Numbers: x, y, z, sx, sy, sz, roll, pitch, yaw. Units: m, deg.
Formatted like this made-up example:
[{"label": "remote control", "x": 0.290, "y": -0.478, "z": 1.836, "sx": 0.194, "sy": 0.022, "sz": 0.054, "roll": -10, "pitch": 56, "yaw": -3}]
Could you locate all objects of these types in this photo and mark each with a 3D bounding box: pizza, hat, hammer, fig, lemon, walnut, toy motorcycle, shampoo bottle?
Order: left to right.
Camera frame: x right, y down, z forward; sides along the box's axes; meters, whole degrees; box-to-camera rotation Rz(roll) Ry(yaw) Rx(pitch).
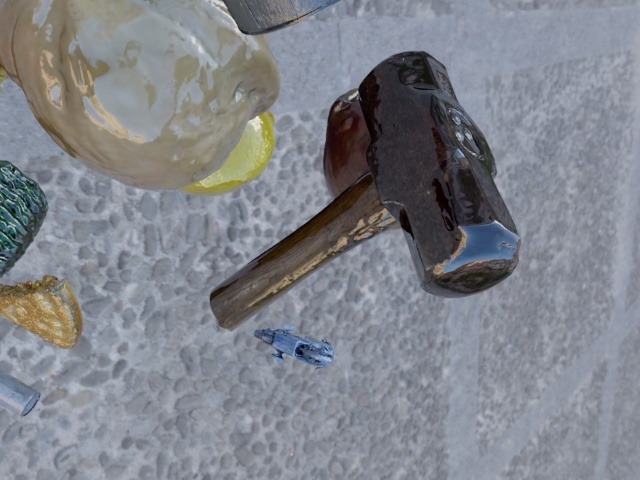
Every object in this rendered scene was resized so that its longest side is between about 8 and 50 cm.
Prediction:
[{"label": "hat", "x": -0.737, "y": -0.083, "z": 1.145, "sx": 0.332, "sy": 0.242, "sz": 0.274, "roll": 53, "pitch": 34, "yaw": -35}, {"label": "shampoo bottle", "x": -0.759, "y": 0.328, "z": 1.351, "sx": 0.072, "sy": 0.213, "sz": 0.072, "roll": -60, "pitch": 179, "yaw": -2}, {"label": "pizza", "x": -0.530, "y": 0.115, "z": 1.065, "sx": 0.062, "sy": 0.198, "sz": 0.188, "roll": -79, "pitch": -174, "yaw": -48}, {"label": "walnut", "x": -0.224, "y": -0.252, "z": 0.777, "sx": 0.381, "sy": 0.381, "sz": 0.382, "roll": -15, "pitch": 111, "yaw": -42}, {"label": "lemon", "x": -0.238, "y": -0.222, "z": 1.279, "sx": 0.284, "sy": 0.260, "sz": 0.261, "roll": -30, "pitch": 121, "yaw": -39}, {"label": "toy motorcycle", "x": -0.054, "y": 0.264, "z": 1.447, "sx": 0.135, "sy": 0.254, "sz": 0.092, "roll": 25, "pitch": 81, "yaw": -50}, {"label": "hammer", "x": 0.000, "y": 0.000, "z": 0.634, "sx": 0.095, "sy": 0.408, "sz": 0.243, "roll": 20, "pitch": 47, "yaw": -41}, {"label": "fig", "x": 0.089, "y": -0.115, "z": 0.763, "sx": 0.205, "sy": 0.205, "sz": 0.206, "roll": -15, "pitch": 111, "yaw": -42}]

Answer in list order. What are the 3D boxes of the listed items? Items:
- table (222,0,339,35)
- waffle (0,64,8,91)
[{"label": "table", "x": -0.011, "y": -0.199, "z": 0.403, "sx": 0.133, "sy": 0.133, "sz": 0.043, "roll": -51, "pitch": 129, "yaw": -22}, {"label": "waffle", "x": -0.519, "y": -0.250, "z": 0.849, "sx": 0.060, "sy": 0.280, "sz": 0.262, "roll": 42, "pitch": 44, "yaw": -11}]
